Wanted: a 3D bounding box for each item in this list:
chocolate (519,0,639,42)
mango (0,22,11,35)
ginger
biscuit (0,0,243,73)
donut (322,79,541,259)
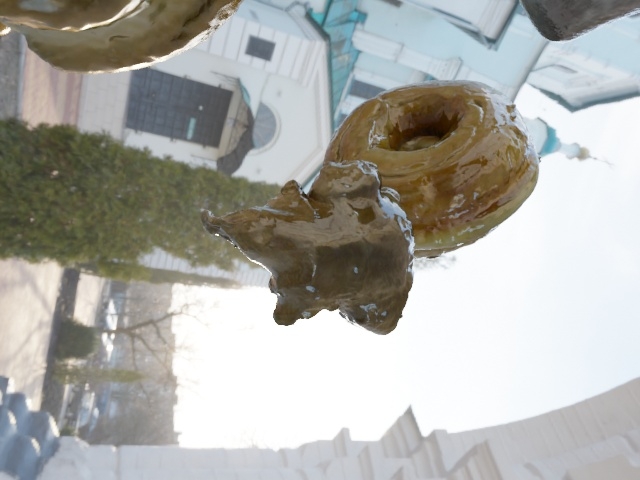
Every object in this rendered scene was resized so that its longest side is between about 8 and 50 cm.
[{"bbox_3d":[0.354,-0.319,0.524,0.303,0.185,0.101,-11,-125,41],"label":"chocolate"},{"bbox_3d":[-0.748,-0.553,1.157,0.165,0.089,0.115,-56,-136,31],"label":"mango"},{"bbox_3d":[0.000,0.000,0.598,0.123,0.270,0.219,14,-96,56],"label":"ginger"},{"bbox_3d":[-0.131,-0.200,0.274,0.274,0.213,0.091,42,32,-66],"label":"biscuit"},{"bbox_3d":[0.200,-0.152,0.976,0.449,0.448,0.198,-105,173,-48],"label":"donut"}]
